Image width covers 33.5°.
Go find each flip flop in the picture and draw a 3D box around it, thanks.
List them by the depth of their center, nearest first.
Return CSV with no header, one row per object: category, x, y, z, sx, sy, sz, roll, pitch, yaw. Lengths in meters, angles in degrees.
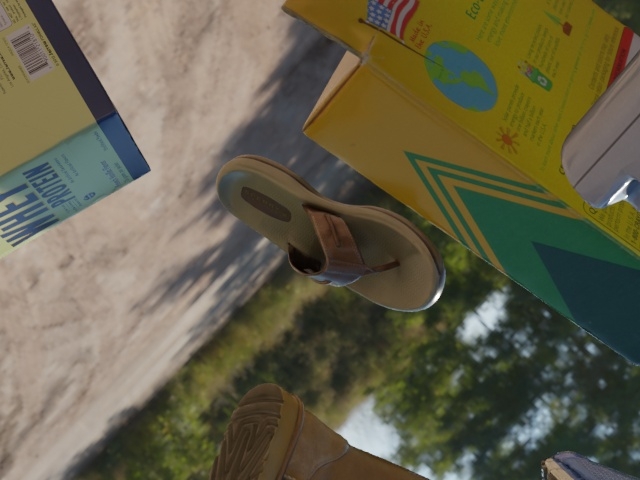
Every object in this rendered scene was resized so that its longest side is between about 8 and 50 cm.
flip flop,0.000,0.000,1.119,0.080,0.277,0.112,-45,160,-49

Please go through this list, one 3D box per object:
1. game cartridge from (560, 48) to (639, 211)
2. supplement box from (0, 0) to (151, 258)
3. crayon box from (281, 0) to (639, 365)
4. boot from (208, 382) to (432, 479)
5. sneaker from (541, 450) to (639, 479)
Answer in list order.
game cartridge,0.246,-0.116,0.429,0.297,0.062,0.198,-20,153,-36
supplement box,-0.123,-0.047,0.392,0.083,0.083,0.056,-31,162,-6
crayon box,0.125,-0.090,0.690,0.081,0.318,0.202,-46,-167,48
boot,0.021,0.265,0.807,0.089,0.269,0.236,-8,-129,53
sneaker,0.327,0.272,0.916,0.147,0.330,0.130,-26,122,-27
